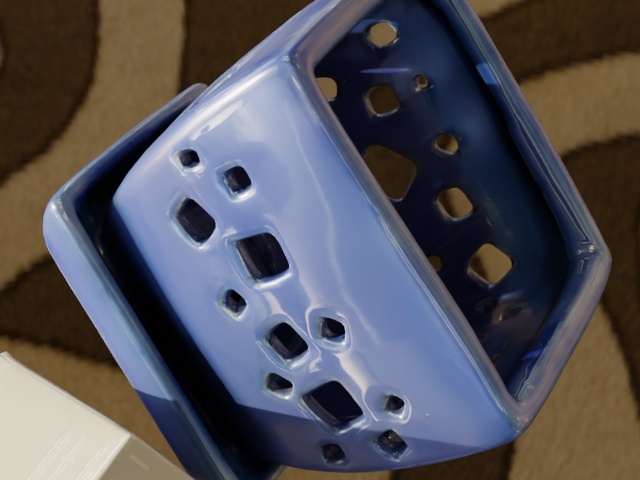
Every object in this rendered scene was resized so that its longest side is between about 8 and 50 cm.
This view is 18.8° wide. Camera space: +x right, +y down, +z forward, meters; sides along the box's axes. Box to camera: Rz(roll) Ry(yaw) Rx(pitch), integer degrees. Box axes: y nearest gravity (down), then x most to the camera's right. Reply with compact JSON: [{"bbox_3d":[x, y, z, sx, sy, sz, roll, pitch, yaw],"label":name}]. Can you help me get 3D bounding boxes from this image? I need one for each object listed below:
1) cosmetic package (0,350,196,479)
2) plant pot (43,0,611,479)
[{"bbox_3d":[-0.142,0.152,1.040,0.107,0.238,0.127,40,82,-21],"label":"cosmetic package"},{"bbox_3d":[0.000,0.000,1.078,0.212,0.236,0.236,-25,12,28],"label":"plant pot"}]
